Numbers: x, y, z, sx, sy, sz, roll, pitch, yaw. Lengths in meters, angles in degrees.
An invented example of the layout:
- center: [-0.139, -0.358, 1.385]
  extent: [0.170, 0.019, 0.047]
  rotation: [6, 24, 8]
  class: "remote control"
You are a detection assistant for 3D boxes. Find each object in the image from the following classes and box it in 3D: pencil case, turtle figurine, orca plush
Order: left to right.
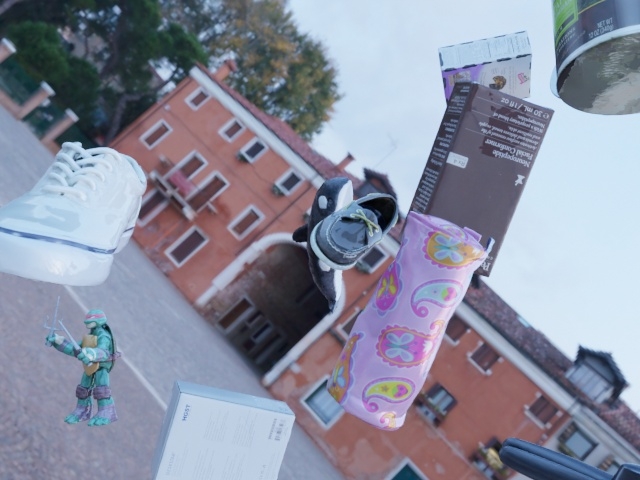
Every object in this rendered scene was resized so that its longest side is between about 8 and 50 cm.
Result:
- center: [-0.424, 0.214, 1.251]
  extent: [0.175, 0.118, 0.234]
  rotation: [-10, -95, 54]
  class: "turtle figurine"
- center: [0.000, 0.000, 1.340]
  extent: [0.102, 0.151, 0.287]
  rotation: [16, -41, 18]
  class: "orca plush"
- center: [0.115, 0.103, 0.898]
  extent: [0.124, 0.284, 0.124]
  rotation: [25, 5, -3]
  class: "pencil case"

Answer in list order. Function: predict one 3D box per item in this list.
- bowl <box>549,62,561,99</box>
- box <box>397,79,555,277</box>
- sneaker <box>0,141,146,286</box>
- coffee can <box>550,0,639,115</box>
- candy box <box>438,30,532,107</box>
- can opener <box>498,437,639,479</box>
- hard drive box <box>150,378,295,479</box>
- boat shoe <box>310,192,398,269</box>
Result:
- center: [0.639, -0.370, 1.418]
  extent: [0.134, 0.297, 0.298]
  rotation: [38, -5, -18]
  class: "bowl"
- center: [0.326, -0.134, 1.475]
  extent: [0.191, 0.381, 0.143]
  rotation: [16, 12, -10]
  class: "box"
- center: [-0.189, -0.030, 0.517]
  extent: [0.094, 0.091, 0.258]
  rotation: [14, 7, -11]
  class: "sneaker"
- center: [0.424, -0.343, 0.952]
  extent: [0.202, 0.275, 0.201]
  rotation: [3, -20, 1]
  class: "coffee can"
- center: [0.376, -0.381, 1.561]
  extent: [0.165, 0.197, 0.070]
  rotation: [59, 24, -62]
  class: "candy box"
- center: [0.275, 0.246, 0.699]
  extent: [0.186, 0.073, 0.059]
  rotation: [15, 2, 28]
  class: "can opener"
- center: [-0.190, 0.388, 1.328]
  extent: [0.232, 0.181, 0.089]
  rotation: [17, 0, -18]
  class: "hard drive box"
- center: [0.056, -0.022, 1.022]
  extent: [0.081, 0.069, 0.228]
  rotation: [49, 27, 2]
  class: "boat shoe"
